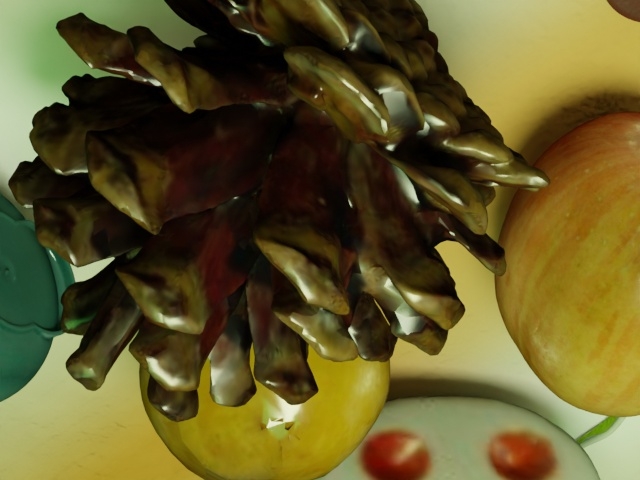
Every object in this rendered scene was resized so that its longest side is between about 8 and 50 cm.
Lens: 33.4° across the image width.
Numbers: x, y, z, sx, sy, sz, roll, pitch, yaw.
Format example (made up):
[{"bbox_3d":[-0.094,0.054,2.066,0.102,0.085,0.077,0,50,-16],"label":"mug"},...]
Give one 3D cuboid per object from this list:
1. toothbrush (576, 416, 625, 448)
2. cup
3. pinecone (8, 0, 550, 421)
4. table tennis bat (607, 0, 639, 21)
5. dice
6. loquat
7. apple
[{"bbox_3d":[0.319,0.195,1.173,0.026,0.022,0.263,26,127,-2],"label":"toothbrush"},{"bbox_3d":[-0.361,0.070,0.951,0.257,0.219,0.289,-19,162,17],"label":"cup"},{"bbox_3d":[-0.059,-0.035,0.752,0.384,0.384,0.384,0,130,0],"label":"pinecone"},{"bbox_3d":[0.296,-0.222,0.831,0.154,0.019,0.098,-17,127,17],"label":"table tennis bat"},{"bbox_3d":[0.116,0.353,1.118,0.304,0.277,0.304,3,141,-10],"label":"dice"},{"bbox_3d":[-0.048,0.117,0.976,0.235,0.235,0.235,0,130,0],"label":"loquat"},{"bbox_3d":[0.274,0.023,0.908,0.242,0.242,0.241,9,135,-7],"label":"apple"}]
